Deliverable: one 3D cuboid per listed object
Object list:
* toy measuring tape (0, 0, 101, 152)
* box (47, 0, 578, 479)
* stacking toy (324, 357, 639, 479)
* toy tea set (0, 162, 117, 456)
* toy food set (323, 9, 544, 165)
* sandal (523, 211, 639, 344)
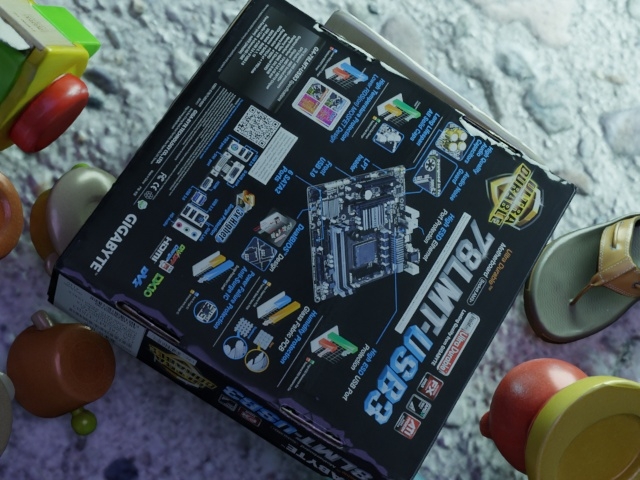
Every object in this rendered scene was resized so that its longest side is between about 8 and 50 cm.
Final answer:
[{"bbox_3d":[-0.244,-0.115,1.185,0.121,0.330,0.121,1,96,10],"label":"toy measuring tape"},{"bbox_3d":[0.000,0.000,1.236,0.293,0.073,0.295,32,63,0],"label":"box"},{"bbox_3d":[0.131,0.253,1.315,0.309,0.130,0.279,-27,116,-16],"label":"stacking toy"},{"bbox_3d":[-0.251,0.091,1.242,0.200,0.124,0.336,19,67,-42],"label":"toy tea set"},{"bbox_3d":[0.021,-0.006,1.332,0.220,0.092,0.306,36,71,-5],"label":"toy food set"},{"bbox_3d":[0.269,0.020,1.414,0.219,0.060,0.090,-16,82,-19],"label":"sandal"}]
